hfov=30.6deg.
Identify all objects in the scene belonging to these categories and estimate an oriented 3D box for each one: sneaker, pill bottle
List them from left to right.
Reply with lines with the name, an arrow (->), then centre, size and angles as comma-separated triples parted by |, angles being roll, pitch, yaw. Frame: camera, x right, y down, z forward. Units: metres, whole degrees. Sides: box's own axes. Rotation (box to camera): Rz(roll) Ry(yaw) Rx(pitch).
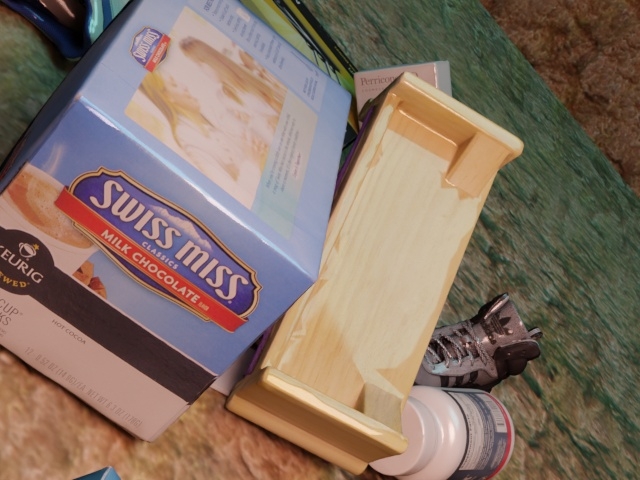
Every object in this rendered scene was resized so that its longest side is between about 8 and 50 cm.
sneaker -> -0.313, -0.316, 1.226 | 0.296, 0.112, 0.131 | 44, 26, -13
pill bottle -> 0.122, 0.209, 1.256 | 0.180, 0.108, 0.108 | 13, 44, -53
sneaker -> 0.162, 0.125, 1.382 | 0.268, 0.153, 0.101 | 12, 45, -54

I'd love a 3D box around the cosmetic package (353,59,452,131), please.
cosmetic package -> 0.119, -0.118, 1.560 | 0.085, 0.117, 0.231 | -30, 113, -67

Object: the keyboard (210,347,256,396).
keyboard -> -0.068, 0.137, 1.152 | 0.256, 0.014, 0.072 | 32, 36, -34

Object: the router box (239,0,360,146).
router box -> -0.057, -0.250, 1.600 | 0.309, 0.081, 0.243 | 50, 25, -3

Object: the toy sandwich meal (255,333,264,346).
toy sandwich meal -> -0.040, 0.100, 1.205 | 0.085, 0.029, 0.085 | 39, 14, -11

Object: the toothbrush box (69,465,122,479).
toothbrush box -> -0.145, 0.302, 0.609 | 0.216, 0.126, 0.295 | 59, 21, -21

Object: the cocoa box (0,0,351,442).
cocoa box -> -0.137, -0.054, 1.016 | 0.231, 0.228, 0.347 | 38, 28, -16

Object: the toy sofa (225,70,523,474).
toy sofa -> 0.047, 0.033, 1.153 | 0.150, 0.177, 0.363 | 29, 67, -11
